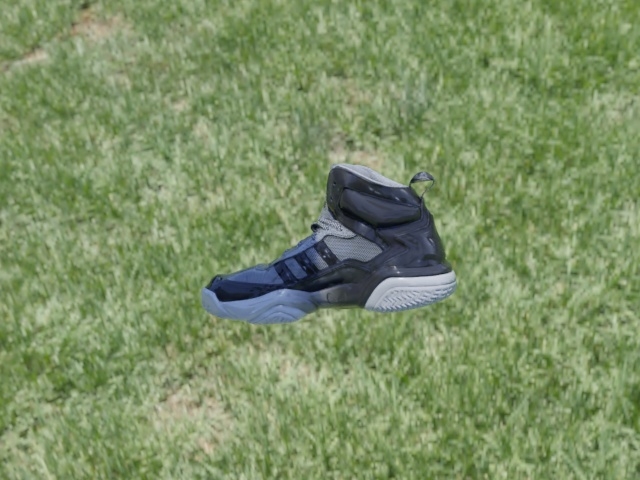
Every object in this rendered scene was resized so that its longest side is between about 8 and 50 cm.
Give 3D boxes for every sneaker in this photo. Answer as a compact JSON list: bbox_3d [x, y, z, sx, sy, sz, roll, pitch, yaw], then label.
[{"bbox_3d":[0.000,0.000,1.050,0.269,0.153,0.101,-6,4,15],"label":"sneaker"}]
